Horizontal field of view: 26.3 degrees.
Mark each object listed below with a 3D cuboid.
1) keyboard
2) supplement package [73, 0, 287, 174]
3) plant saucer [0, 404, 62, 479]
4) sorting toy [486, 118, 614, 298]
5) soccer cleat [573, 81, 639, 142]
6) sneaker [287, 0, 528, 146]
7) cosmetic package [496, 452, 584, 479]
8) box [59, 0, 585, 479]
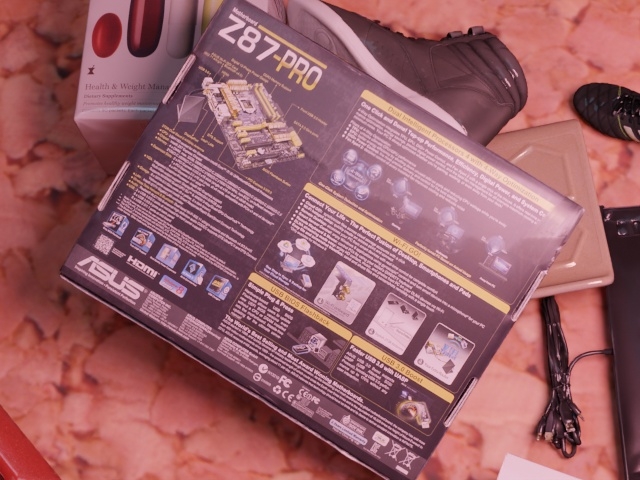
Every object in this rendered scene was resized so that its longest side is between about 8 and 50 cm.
[{"bbox_3d":[0.310,0.111,1.362,0.201,0.033,0.317,-3,66,7],"label":"keyboard"},{"bbox_3d":[-0.143,-0.189,1.466,0.194,0.149,0.203,1,69,6],"label":"supplement package"},{"bbox_3d":[-0.433,0.241,1.379,0.258,0.048,0.259,-40,71,-10],"label":"plant saucer"},{"bbox_3d":[0.189,-0.022,1.413,0.193,0.038,0.208,-11,58,8],"label":"sorting toy"},{"bbox_3d":[0.349,-0.126,1.432,0.179,0.072,0.060,28,73,16],"label":"soccer cleat"},{"bbox_3d":[0.098,-0.192,1.480,0.147,0.104,0.296,-33,57,-26],"label":"sneaker"},{"bbox_3d":[0.275,0.272,1.267,0.239,0.099,0.060,19,72,12],"label":"cosmetic package"},{"bbox_3d":[0.000,0.000,1.309,0.395,0.097,0.318,31,95,2],"label":"box"}]
